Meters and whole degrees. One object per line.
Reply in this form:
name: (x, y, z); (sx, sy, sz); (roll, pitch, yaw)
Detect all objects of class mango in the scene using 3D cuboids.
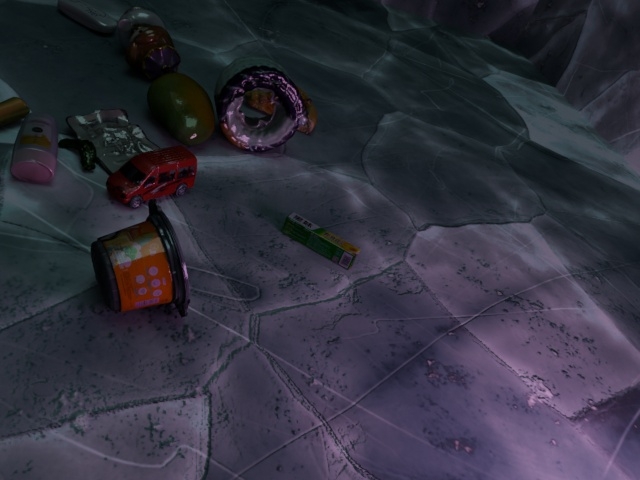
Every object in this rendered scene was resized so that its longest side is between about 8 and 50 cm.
mango: (-0.342, -0.330, 1.653); (0.156, 0.114, 0.251); (3, 37, -40)

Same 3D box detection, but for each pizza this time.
pizza: (-0.124, -0.427, 1.952); (0.228, 0.081, 0.290); (3, 40, -28)

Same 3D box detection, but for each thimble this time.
thimble: (-0.153, -0.351, 1.698); (0.237, 0.237, 0.150); (10, 33, -20)

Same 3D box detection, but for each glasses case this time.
glasses case: (-0.700, -0.677, 1.980); (0.197, 0.049, 0.076); (31, 34, 12)

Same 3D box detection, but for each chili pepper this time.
chili pepper: (-0.517, -0.198, 1.423); (0.118, 0.035, 0.055); (38, 68, 23)

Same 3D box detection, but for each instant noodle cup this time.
instant noodle cup: (-0.313, 0.046, 1.118); (0.125, 0.177, 0.208); (-17, 80, -25)

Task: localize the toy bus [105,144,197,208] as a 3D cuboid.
toy bus: (-0.356, -0.138, 1.399); (0.081, 0.089, 0.195); (39, 37, 23)

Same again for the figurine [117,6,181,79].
figurine: (-0.487, -0.556, 1.863); (0.189, 0.142, 0.263); (24, 25, -44)

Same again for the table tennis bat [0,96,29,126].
table tennis bat: (-0.727, -0.228, 1.337); (0.198, 0.050, 0.321); (29, 37, 12)

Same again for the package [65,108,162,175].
package: (-0.458, -0.219, 1.504); (0.232, 0.040, 0.166); (45, 42, 17)

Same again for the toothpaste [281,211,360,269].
toothpaste: (0.000, 0.000, 1.463); (0.178, 0.043, 0.037); (30, 33, 9)

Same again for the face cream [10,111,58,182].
face cream: (-0.589, -0.196, 1.367); (0.084, 0.057, 0.198); (6, 36, -23)
